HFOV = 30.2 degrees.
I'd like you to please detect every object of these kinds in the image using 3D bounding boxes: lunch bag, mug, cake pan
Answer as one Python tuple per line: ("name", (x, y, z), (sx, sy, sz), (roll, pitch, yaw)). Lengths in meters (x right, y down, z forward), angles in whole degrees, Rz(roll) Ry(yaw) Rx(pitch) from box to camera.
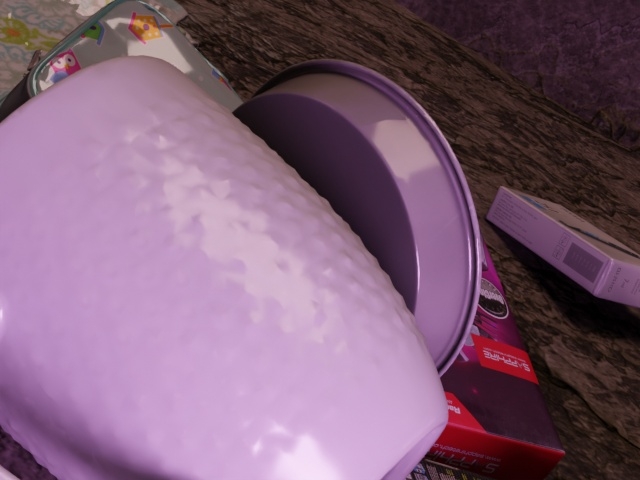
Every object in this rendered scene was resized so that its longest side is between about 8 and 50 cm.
("lunch bag", (-0.171, -0.081, 1.136), (0.279, 0.108, 0.224), (48, 47, -12))
("mug", (-0.109, 0.086, 0.804), (0.328, 0.276, 0.374), (42, 31, 15))
("cake pan", (0.000, 0.000, 0.974), (0.054, 0.293, 0.293), (-18, 50, -44))

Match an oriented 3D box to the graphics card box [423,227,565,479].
("graphics card box", (0.086, 0.070, 1.202), (0.233, 0.094, 0.371), (18, 38, -30))

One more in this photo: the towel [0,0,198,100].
("towel", (-0.360, -0.244, 1.274), (0.374, 0.090, 0.320), (34, 46, 8))

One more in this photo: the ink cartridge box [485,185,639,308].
("ink cartridge box", (0.435, 0.026, 1.817), (0.261, 0.066, 0.296), (16, 15, -31))

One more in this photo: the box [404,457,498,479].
("box", (0.153, 0.297, 0.950), (0.216, 0.060, 0.270), (21, 24, -25))
